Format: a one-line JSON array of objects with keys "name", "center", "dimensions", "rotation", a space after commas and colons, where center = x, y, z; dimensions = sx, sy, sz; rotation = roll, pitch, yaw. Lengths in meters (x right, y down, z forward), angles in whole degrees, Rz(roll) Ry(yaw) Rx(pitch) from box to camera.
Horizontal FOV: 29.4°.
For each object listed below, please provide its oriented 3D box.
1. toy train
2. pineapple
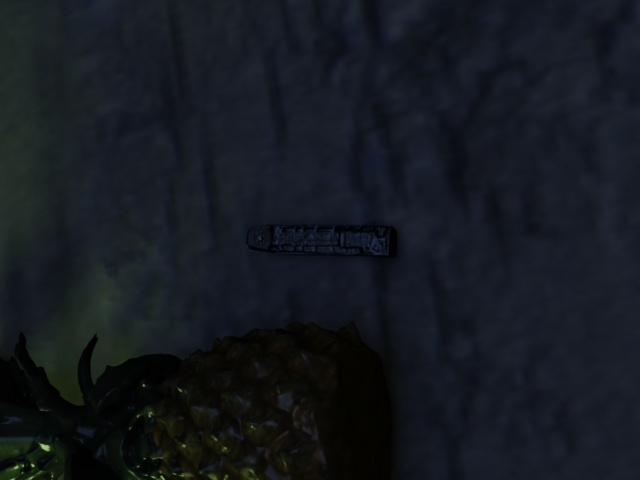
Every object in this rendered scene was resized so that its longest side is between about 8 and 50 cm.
[{"name": "toy train", "center": [0.000, 0.000, 0.655], "dimensions": [0.083, 0.017, 0.017], "rotation": [1, 84, 21]}, {"name": "pineapple", "center": [-0.104, 0.095, 0.639], "dimensions": [0.277, 0.119, 0.130], "rotation": [-6, 103, 23]}]
